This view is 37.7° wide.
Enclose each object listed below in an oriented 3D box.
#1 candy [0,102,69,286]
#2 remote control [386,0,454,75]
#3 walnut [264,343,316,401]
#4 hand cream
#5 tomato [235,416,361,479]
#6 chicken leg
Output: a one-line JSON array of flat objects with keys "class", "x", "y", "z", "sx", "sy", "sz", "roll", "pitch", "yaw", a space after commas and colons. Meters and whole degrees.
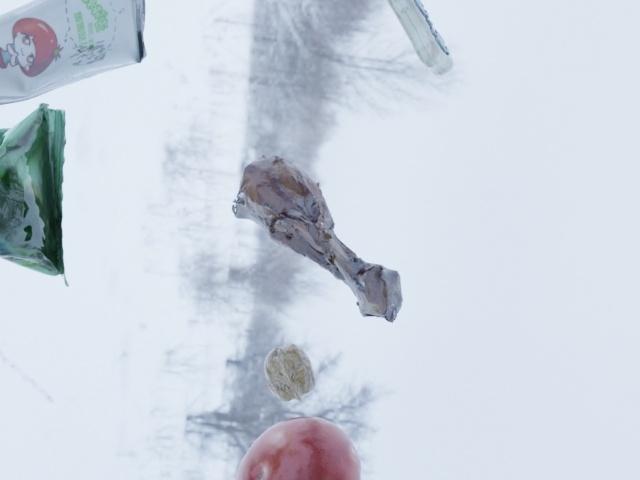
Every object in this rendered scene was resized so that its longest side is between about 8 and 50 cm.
[{"class": "candy", "x": -0.545, "y": -0.042, "z": 1.277, "sx": 0.172, "sy": 0.397, "sz": 0.263, "roll": 15, "pitch": -67, "yaw": 62}, {"class": "remote control", "x": 0.122, "y": -0.259, "z": 1.144, "sx": 0.074, "sy": 0.032, "sz": 0.122, "roll": 14, "pitch": 46, "yaw": -63}, {"class": "walnut", "x": -0.051, "y": 0.220, "z": 1.543, "sx": 0.082, "sy": 0.079, "sz": 0.096, "roll": 6, "pitch": 62, "yaw": -88}, {"class": "hand cream", "x": -0.345, "y": -0.223, "z": 1.100, "sx": 0.076, "sy": 0.336, "sz": 0.121, "roll": 8, "pitch": 70, "yaw": -68}, {"class": "tomato", "x": -0.035, "y": 0.337, "z": 1.292, "sx": 0.195, "sy": 0.136, "sz": 0.195, "roll": -29, "pitch": -131, "yaw": 39}, {"class": "chicken leg", "x": 0.000, "y": 0.000, "z": 1.224, "sx": 0.304, "sy": 0.093, "sz": 0.113, "roll": 44, "pitch": -46, "yaw": 28}]
